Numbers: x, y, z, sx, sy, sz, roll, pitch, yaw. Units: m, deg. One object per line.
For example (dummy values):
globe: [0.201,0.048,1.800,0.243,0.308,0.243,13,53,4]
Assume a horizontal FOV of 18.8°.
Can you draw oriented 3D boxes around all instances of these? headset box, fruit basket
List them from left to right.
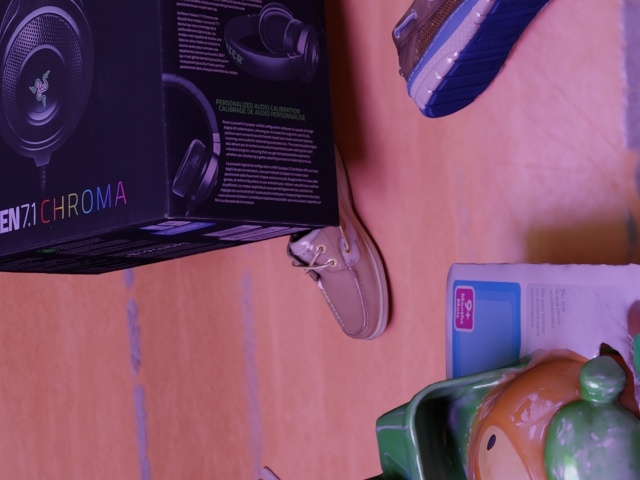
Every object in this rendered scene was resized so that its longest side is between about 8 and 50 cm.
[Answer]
headset box: [-0.122,-0.133,1.183,0.246,0.131,0.283,-10,80,47]
fruit basket: [0.140,0.173,0.895,0.353,0.165,0.327,-177,78,-74]

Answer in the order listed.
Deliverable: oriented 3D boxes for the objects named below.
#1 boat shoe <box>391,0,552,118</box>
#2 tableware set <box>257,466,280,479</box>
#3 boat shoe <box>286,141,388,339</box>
boat shoe: [0.088,-0.146,1.041,0.066,0.066,0.183,57,134,21]
tableware set: [-0.013,0.231,1.276,0.154,0.024,0.104,41,127,31]
boat shoe: [0.000,0.000,1.185,0.050,0.045,0.135,-29,79,47]
